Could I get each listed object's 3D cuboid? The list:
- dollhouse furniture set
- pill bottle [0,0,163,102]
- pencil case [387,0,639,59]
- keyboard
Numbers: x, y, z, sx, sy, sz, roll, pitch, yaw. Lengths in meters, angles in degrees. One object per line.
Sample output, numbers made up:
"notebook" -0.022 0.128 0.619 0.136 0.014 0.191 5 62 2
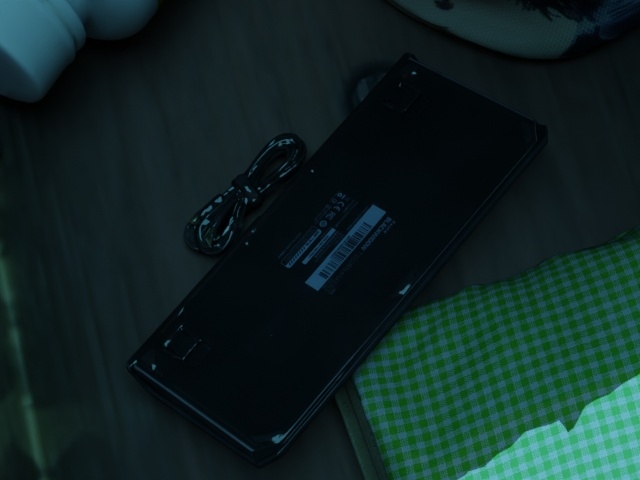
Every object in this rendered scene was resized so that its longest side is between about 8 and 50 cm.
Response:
"dollhouse furniture set" 0.137 0.119 0.572 0.198 0.151 0.301 -19 72 -5
"pill bottle" -0.090 -0.166 0.689 0.117 0.117 0.215 30 75 10
"pencil case" 0.095 -0.183 0.538 0.184 0.410 0.159 12 81 1
"keyboard" 0.000 0.000 0.674 0.108 0.023 0.180 31 70 31
